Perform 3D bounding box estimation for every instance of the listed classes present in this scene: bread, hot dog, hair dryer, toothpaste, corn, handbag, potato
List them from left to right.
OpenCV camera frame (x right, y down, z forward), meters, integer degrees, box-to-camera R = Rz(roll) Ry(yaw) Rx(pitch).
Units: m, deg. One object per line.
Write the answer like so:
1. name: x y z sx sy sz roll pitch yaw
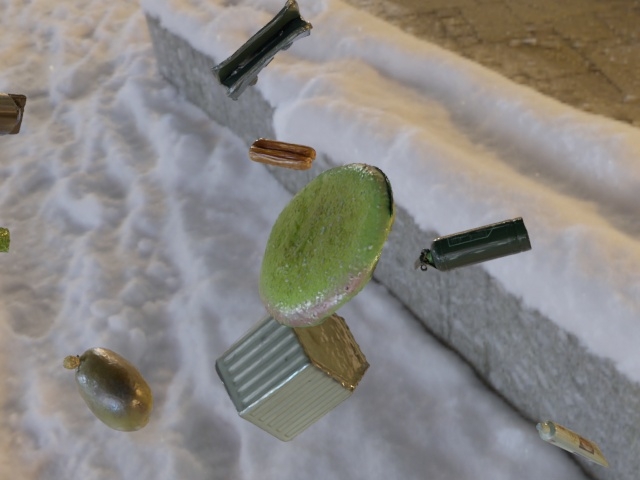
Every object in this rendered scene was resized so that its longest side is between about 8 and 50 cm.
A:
1. hair dryer: -0.582 -0.130 1.450 0.078 0.248 0.196 18 11 20
2. corn: -0.468 0.230 1.627 0.028 0.027 0.083 7 -10 -22
3. potato: -0.510 0.358 2.121 0.251 0.174 0.159 36 36 19
4. handbag: -0.130 -0.425 1.958 0.247 0.079 0.260 -40 6 3
5. hot dog: -0.094 -0.203 2.040 0.165 0.045 0.071 11 50 15
6. bread: 0.003 0.001 1.387 0.301 0.045 0.301 -31 43 34
7. toothpaste: 0.476 0.381 1.633 0.038 0.233 0.060 -47 39 18

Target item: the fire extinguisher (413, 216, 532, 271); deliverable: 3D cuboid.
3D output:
1. fire extinguisher: 0.391 0.022 2.277 0.311 0.114 0.095 -14 73 10

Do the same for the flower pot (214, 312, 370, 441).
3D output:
1. flower pot: -0.050 0.233 1.623 0.190 0.209 0.239 -41 -1 20

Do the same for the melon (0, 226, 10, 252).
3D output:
1. melon: -0.801 -0.023 1.844 0.262 0.053 0.114 7 16 -37
